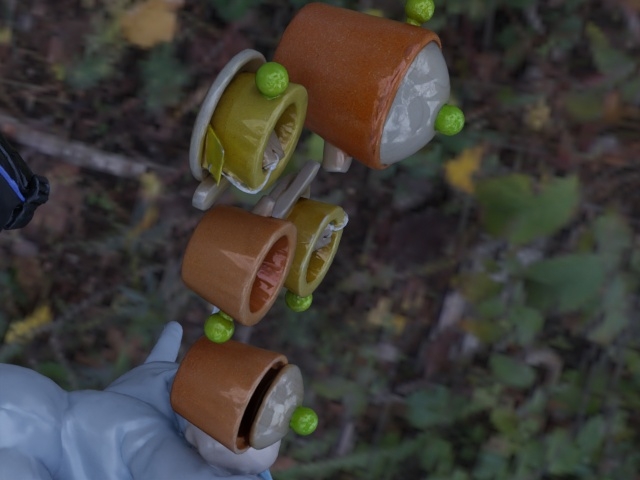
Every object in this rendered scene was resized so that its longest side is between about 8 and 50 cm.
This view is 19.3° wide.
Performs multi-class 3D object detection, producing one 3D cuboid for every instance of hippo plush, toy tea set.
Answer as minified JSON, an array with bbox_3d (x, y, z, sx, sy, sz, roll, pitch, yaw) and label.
[{"bbox_3d":[-0.175,0.157,1.434,0.236,0.234,0.294,7,67,-24],"label":"hippo plush"},{"bbox_3d":[0.000,0.000,1.232,0.200,0.124,0.336,-51,158,-44],"label":"toy tea set"}]

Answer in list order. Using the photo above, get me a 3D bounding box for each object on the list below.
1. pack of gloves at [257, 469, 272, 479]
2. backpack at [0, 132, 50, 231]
[{"bbox_3d":[-0.077,0.264,1.678,0.046,0.195,0.232,-22,104,-23],"label":"pack of gloves"},{"bbox_3d":[-0.166,-0.038,0.640,0.084,0.114,0.105,-43,164,-3],"label":"backpack"}]
